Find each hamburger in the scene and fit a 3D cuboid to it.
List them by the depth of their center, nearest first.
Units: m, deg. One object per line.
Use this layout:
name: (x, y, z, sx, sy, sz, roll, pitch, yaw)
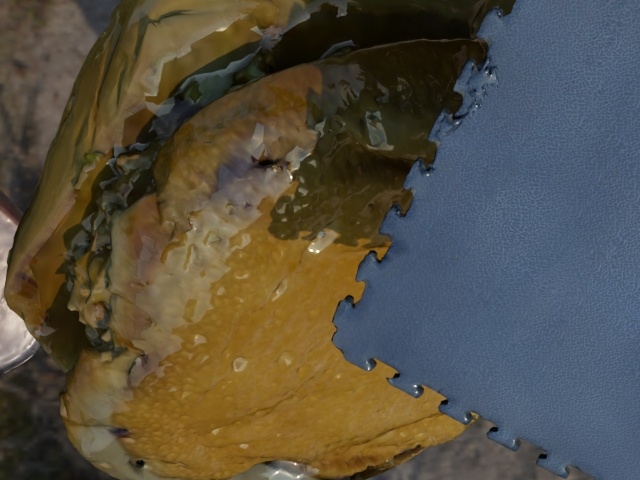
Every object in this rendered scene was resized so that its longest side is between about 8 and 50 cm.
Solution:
hamburger: (0.000, 0.000, 0.779, 0.318, 0.319, 0.158, -48, 46, 24)

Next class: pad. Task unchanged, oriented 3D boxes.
pad: (0.167, -0.006, 0.517, 0.269, 0.012, 0.269, 30, 116, 5)

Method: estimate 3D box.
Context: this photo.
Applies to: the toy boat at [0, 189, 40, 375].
toy boat: (-0.285, 0.013, 1.082, 0.155, 0.227, 0.085, -60, 30, -2)
